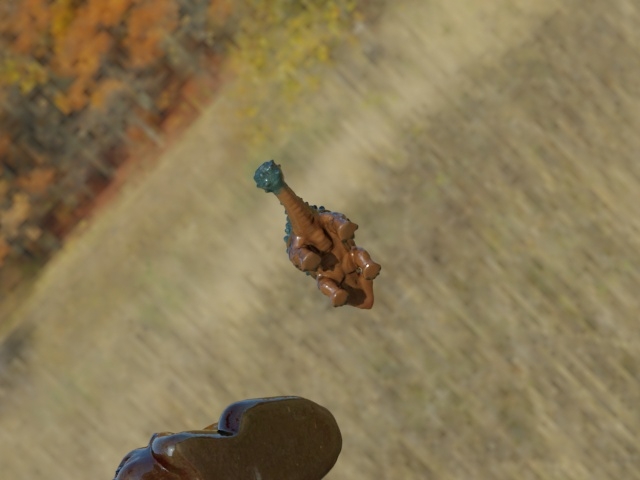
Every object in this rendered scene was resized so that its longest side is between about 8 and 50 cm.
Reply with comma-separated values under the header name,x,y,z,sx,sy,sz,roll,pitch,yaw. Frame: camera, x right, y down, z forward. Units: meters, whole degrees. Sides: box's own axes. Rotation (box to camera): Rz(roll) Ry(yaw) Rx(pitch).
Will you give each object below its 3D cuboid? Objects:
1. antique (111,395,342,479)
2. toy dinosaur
name,x,y,z,sx,sy,sz,roll,pitch,yaw
antique,-0.112,0.241,1.813,0.143,0.121,0.257,-21,0,43
toy dinosaur,0.000,0.000,1.159,0.049,0.154,0.055,-38,39,-3
